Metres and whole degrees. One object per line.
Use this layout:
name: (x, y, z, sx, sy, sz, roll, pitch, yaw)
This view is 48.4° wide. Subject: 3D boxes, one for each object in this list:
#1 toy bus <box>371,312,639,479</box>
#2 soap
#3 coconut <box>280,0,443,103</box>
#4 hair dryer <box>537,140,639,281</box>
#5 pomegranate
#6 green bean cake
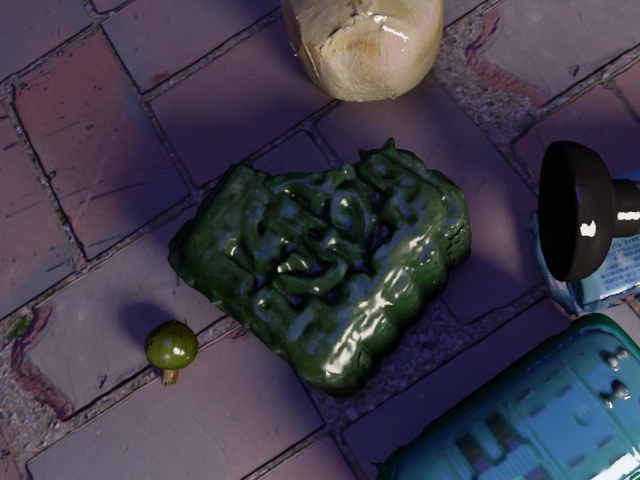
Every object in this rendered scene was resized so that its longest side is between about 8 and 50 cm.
toy bus: (0.223, 0.234, 0.759, 0.343, 0.199, 0.184, -37, 67, 0)
soap: (0.410, -0.018, 0.870, 0.293, 0.077, 0.156, -19, 68, 7)
coconut: (0.058, -0.312, 0.979, 0.227, 0.230, 0.227, -5, 70, 13)
hair dryer: (0.395, 0.029, 0.724, 0.320, 0.156, 0.284, 4, 53, 9)
pomegranate: (-0.197, 0.151, 0.963, 0.073, 0.073, 0.085, -25, 103, 4)
green bean cake: (0.000, 0.000, 0.914, 0.307, 0.169, 0.300, 35, 82, 23)
